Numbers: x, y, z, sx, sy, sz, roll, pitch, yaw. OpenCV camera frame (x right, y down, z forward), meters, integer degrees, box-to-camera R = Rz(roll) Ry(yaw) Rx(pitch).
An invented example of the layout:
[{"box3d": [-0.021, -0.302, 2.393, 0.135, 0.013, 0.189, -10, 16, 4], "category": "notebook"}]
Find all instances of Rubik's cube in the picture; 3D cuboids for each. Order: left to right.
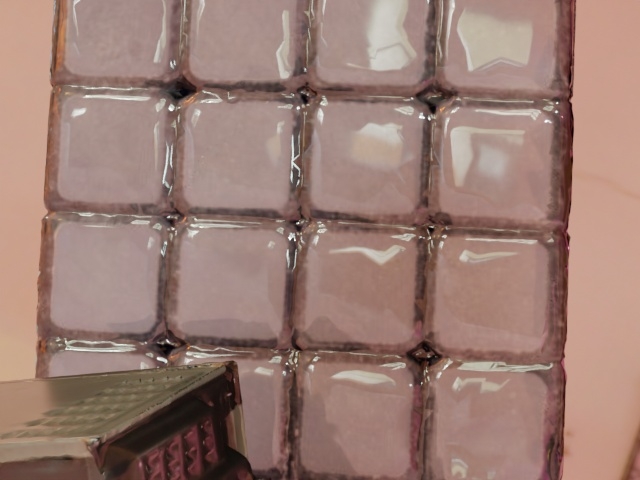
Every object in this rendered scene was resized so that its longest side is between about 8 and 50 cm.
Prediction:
[{"box3d": [0.000, 0.000, 1.067, 0.344, 0.344, 0.337, 3, -4, 6], "category": "Rubik's cube"}]

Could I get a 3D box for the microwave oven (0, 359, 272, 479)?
[{"box3d": [-0.110, 0.215, 0.634, 0.181, 0.295, 0.237, -5, 2, 10], "category": "microwave oven"}]
